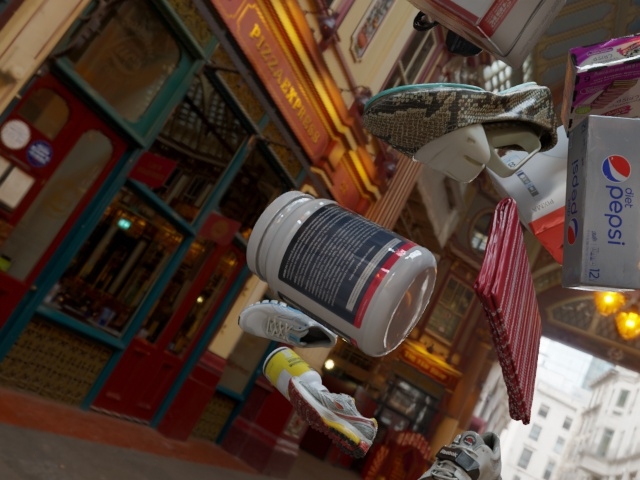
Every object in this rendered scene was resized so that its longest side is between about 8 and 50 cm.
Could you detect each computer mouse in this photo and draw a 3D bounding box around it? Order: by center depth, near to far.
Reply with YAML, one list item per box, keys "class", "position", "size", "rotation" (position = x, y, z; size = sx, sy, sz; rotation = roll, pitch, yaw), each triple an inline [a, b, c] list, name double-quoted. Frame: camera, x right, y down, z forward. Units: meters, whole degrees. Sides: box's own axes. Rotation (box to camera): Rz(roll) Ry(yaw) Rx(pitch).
- class: "computer mouse"
  position: [0.250, -0.402, 1.087]
  size: [0.041, 0.071, 0.242]
  rotation: [10, 27, -28]

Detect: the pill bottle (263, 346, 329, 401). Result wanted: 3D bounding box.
- class: "pill bottle"
  position: [-0.063, 0.371, 1.503]
  size: [0.184, 0.103, 0.103]
  rotation: [33, -8, 40]

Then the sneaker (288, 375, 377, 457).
- class: "sneaker"
  position: [0.023, 0.371, 1.238]
  size: [0.225, 0.093, 0.088]
  rotation: [35, -39, 16]

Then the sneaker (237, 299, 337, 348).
- class: "sneaker"
  position: [-0.056, 0.158, 1.032]
  size: [0.190, 0.071, 0.083]
  rotation: [7, 13, -3]

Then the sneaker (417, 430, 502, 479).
- class: "sneaker"
  position: [0.310, 0.511, 1.293]
  size: [0.122, 0.146, 0.330]
  rotation: [8, 4, 42]

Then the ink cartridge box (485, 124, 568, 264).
- class: "ink cartridge box"
  position: [0.590, -0.138, 1.292]
  size: [0.091, 0.308, 0.385]
  rotation: [57, 11, -28]

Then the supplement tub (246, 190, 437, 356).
- class: "supplement tub"
  position: [0.033, 0.047, 0.934]
  size: [0.272, 0.191, 0.191]
  rotation: [30, -13, 26]

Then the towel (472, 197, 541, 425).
- class: "towel"
  position: [0.273, 0.100, 0.804]
  size: [0.031, 0.199, 0.275]
  rotation: [-3, -51, 31]

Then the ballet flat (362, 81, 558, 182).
- class: "ballet flat"
  position: [0.298, -0.198, 1.057]
  size: [0.482, 0.182, 0.164]
  rotation: [-12, -14, -36]

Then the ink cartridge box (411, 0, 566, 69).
- class: "ink cartridge box"
  position: [0.175, -0.326, 0.693]
  size: [0.197, 0.114, 0.273]
  rotation: [40, 23, 18]

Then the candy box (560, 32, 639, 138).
- class: "candy box"
  position: [0.611, -0.324, 1.214]
  size: [0.159, 0.071, 0.233]
  rotation: [-10, -26, 15]

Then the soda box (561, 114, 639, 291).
- class: "soda box"
  position: [0.476, -0.059, 0.958]
  size: [0.098, 0.286, 0.091]
  rotation: [6, -8, 3]
